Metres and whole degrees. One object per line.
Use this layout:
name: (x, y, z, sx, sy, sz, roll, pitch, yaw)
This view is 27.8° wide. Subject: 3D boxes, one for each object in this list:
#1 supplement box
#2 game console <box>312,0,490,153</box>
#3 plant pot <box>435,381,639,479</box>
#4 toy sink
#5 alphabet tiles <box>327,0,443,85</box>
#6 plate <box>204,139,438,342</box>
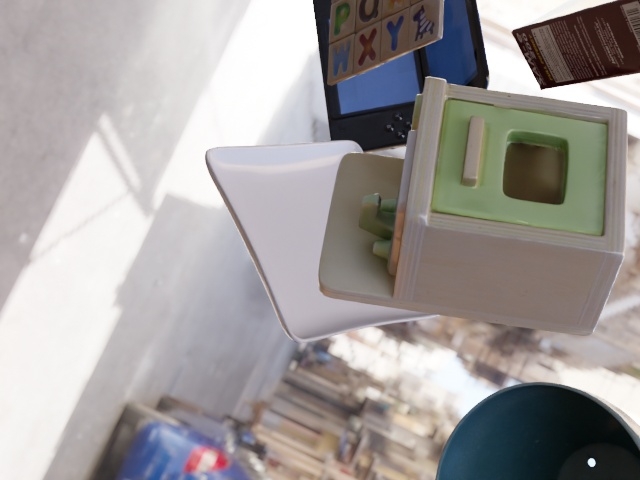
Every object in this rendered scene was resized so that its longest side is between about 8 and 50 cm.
supplement box: (0.292, -0.204, 1.177, 0.130, 0.073, 0.239, -30, -169, -16)
game console: (0.112, -0.301, 1.910, 0.173, 0.250, 0.293, 59, 23, -69)
plant pot: (0.313, 0.321, 1.596, 0.195, 0.290, 0.290, 10, 108, -54)
toy sink: (0.123, -0.034, 1.061, 0.131, 0.234, 0.152, 93, 7, -55)
alphabet tiles: (0.080, -0.255, 1.106, 0.237, 0.009, 0.198, -15, -113, 54)
plate: (0.000, 0.000, 1.646, 0.277, 0.278, 0.045, -8, 154, -44)
